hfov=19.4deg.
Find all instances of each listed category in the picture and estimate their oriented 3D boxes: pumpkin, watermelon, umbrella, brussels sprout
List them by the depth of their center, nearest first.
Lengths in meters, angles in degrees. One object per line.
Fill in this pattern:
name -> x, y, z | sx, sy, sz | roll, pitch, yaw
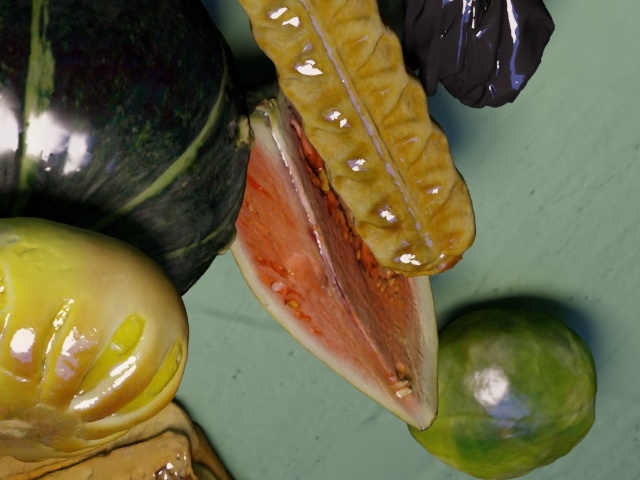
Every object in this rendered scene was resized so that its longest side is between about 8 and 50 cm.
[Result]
pumpkin -> -0.203, -0.063, 1.218 | 0.323, 0.241, 0.323 | -4, 143, -3
umbrella -> 0.076, -0.222, 1.228 | 0.118, 0.118, 0.340 | -17, 135, 5
watermelon -> 0.015, -0.017, 1.410 | 0.128, 0.159, 0.303 | -38, 121, -20
brussels sprout -> 0.161, 0.131, 1.607 | 0.180, 0.144, 0.161 | 3, 121, -51

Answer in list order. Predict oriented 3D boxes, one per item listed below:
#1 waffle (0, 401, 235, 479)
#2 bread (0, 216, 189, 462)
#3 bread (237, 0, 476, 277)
waffle -> -0.165, 0.285, 1.732 | 0.224, 0.098, 0.328 | -19, 141, 9
bread -> -0.185, 0.070, 1.111 | 0.213, 0.105, 0.213 | -6, 148, -4
bread -> 0.012, -0.121, 1.269 | 0.084, 0.077, 0.367 | -38, 120, -17
